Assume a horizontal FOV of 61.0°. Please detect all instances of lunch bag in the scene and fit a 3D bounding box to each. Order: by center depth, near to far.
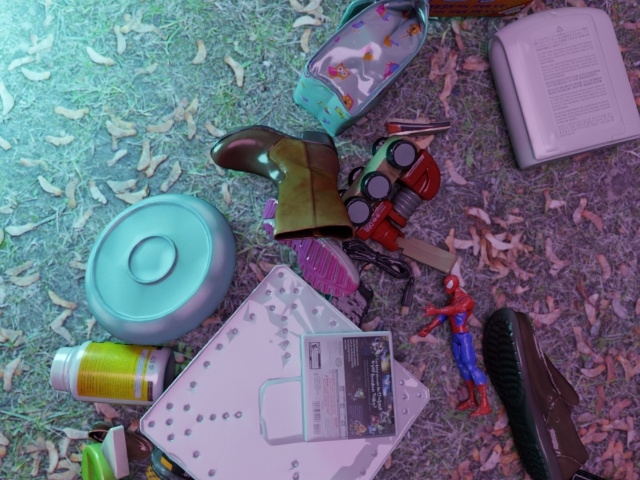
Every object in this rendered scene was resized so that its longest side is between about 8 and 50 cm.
[{"bbox_3d":[0.083,-0.354,1.060,0.160,0.223,0.262,42,86,-7],"label":"lunch bag"}]

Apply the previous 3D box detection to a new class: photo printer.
[{"bbox_3d":[0.498,-0.325,1.131,0.255,0.107,0.308,-15,87,-3],"label":"photo printer"}]

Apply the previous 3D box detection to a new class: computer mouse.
[{"bbox_3d":[0.088,0.140,1.124,0.184,0.060,0.262,18,81,-5],"label":"computer mouse"}]

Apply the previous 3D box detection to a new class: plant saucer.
[{"bbox_3d":[-0.319,0.041,1.053,0.317,0.044,0.318,-4,66,10],"label":"plant saucer"}]

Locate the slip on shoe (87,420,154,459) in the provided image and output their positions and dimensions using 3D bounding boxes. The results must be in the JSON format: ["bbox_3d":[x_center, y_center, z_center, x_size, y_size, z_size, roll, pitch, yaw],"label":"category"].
[{"bbox_3d":[-0.404,0.407,1.097,0.135,0.041,0.051,28,87,0],"label":"slip on shoe"}]

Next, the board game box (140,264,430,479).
[{"bbox_3d":[-0.056,0.312,1.013,0.390,0.050,0.390,41,75,0],"label":"board game box"}]

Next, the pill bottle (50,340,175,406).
[{"bbox_3d":[-0.403,0.259,1.067,0.214,0.117,0.117,5,87,-2],"label":"pill bottle"}]

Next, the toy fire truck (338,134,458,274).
[{"bbox_3d":[0.178,-0.062,1.104,0.246,0.158,0.217,38,92,-20],"label":"toy fire truck"}]

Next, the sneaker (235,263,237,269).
[{"bbox_3d":[-0.265,0.107,1.095,0.092,0.087,0.229,40,88,1],"label":"sneaker"}]

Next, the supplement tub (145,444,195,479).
[{"bbox_3d":[-0.250,0.391,1.066,0.117,0.117,0.190,32,87,0],"label":"supplement tub"}]

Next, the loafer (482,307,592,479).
[{"bbox_3d":[0.438,0.305,1.101,0.130,0.134,0.366,-16,92,-14],"label":"loafer"}]

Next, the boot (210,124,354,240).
[{"bbox_3d":[-0.082,-0.096,1.038,0.264,0.096,0.281,4,47,-11],"label":"boot"}]

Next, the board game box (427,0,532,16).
[{"bbox_3d":[0.273,-0.658,0.987,0.356,0.356,0.357,-7,87,-13],"label":"board game box"}]

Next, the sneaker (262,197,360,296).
[{"bbox_3d":[0.000,0.000,1.069,0.111,0.103,0.252,-19,60,-42],"label":"sneaker"}]

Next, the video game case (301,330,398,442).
[{"bbox_3d":[0.053,0.267,1.004,0.173,0.022,0.191,-1,78,-9],"label":"video game case"}]

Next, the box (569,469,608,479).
[{"bbox_3d":[0.600,0.635,1.103,0.321,0.079,0.257,21,88,-1],"label":"box"}]

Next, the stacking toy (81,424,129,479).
[{"bbox_3d":[-0.327,0.488,1.008,0.130,0.309,0.280,-4,63,-40],"label":"stacking toy"}]

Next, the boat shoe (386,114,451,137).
[{"bbox_3d":[0.207,-0.244,1.149,0.137,0.049,0.043,-6,85,2],"label":"boat shoe"}]

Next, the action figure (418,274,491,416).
[{"bbox_3d":[0.256,0.212,1.101,0.139,0.091,0.281,-6,87,-15],"label":"action figure"}]
